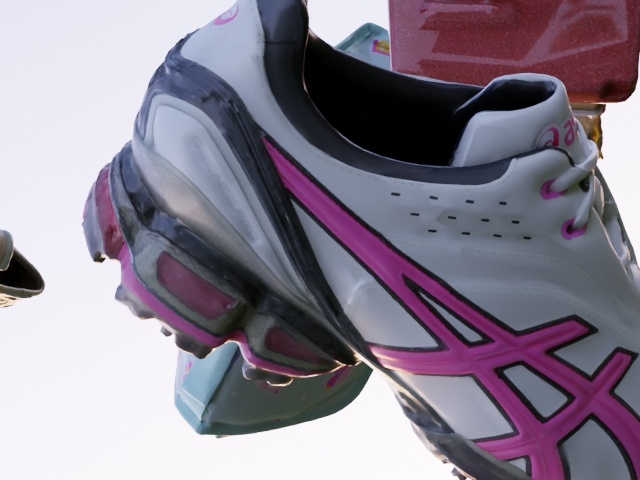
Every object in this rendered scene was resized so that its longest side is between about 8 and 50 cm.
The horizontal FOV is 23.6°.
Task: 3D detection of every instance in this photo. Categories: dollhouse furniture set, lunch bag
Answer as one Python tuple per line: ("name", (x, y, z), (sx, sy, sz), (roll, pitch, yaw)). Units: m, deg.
("dollhouse furniture set", (0.216, -0.101, 0.754), (0.201, 0.374, 0.152), (84, -171, -73))
("lunch bag", (0.000, 0.000, 1.086), (0.262, 0.160, 0.223), (-50, -11, -54))

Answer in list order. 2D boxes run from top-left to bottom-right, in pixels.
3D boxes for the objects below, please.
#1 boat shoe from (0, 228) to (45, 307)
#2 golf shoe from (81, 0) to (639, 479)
("boat shoe", (-0.259, 0.003, 1.120), (0.190, 0.072, 0.068), (46, -135, -68))
("golf shoe", (0.044, 0.008, 0.349), (0.086, 0.186, 0.067), (-53, 21, 31))
